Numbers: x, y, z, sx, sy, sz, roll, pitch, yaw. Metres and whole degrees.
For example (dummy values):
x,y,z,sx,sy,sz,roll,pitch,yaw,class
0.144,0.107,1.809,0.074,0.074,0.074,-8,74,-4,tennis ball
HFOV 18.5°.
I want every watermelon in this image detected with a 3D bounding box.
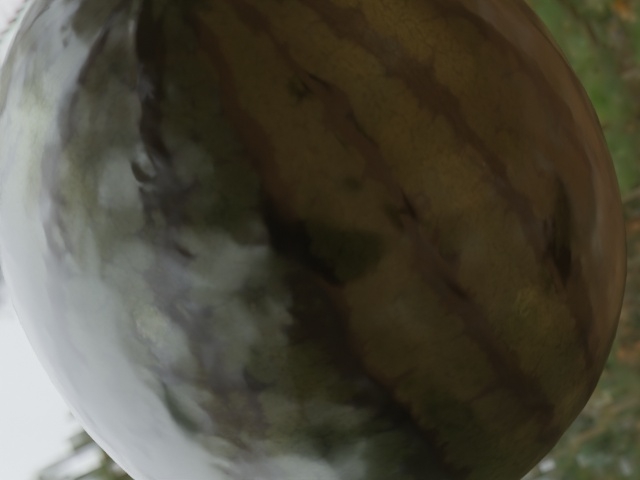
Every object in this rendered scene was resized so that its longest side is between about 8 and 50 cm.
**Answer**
x,y,z,sx,sy,sz,roll,pitch,yaw,class
0.000,0.000,0.913,0.359,0.279,0.279,55,-164,-48,watermelon
